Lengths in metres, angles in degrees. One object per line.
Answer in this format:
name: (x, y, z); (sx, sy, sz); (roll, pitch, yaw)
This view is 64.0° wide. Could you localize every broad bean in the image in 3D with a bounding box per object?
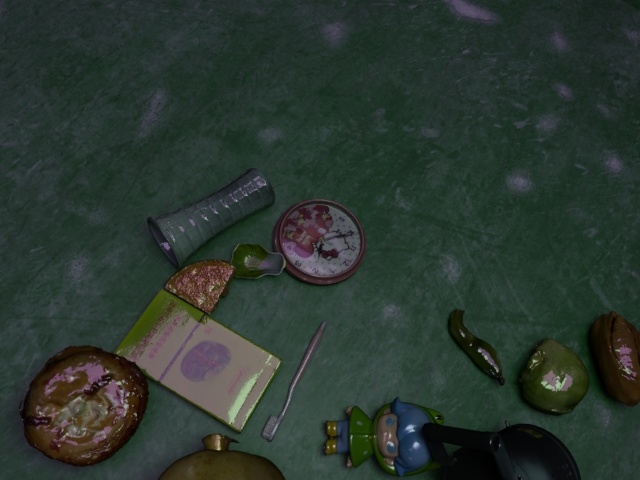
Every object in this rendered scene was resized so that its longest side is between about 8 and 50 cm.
broad bean: (0.392, 0.270, 1.288); (0.071, 0.048, 0.213); (-26, 70, -18)

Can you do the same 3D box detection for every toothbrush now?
toothbrush: (-0.056, 0.319, 1.200); (0.030, 0.025, 0.307); (24, 65, 10)

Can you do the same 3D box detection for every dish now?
dish: (-0.154, 0.057, 1.284); (0.137, 0.039, 0.091); (6, 75, 1)

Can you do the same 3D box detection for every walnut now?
walnut: (0.762, 0.295, 1.302); (0.137, 0.137, 0.245); (7, 57, -7)

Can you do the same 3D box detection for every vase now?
vase: (-0.262, -0.068, 1.276); (0.299, 0.143, 0.143); (-34, 76, -25)

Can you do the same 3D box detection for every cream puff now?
cream puff: (-0.478, 0.333, 1.048); (0.240, 0.164, 0.239); (2, 82, -12)

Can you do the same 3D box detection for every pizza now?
pizza: (-0.284, 0.114, 1.233); (0.175, 0.046, 0.134); (-6, 79, -3)

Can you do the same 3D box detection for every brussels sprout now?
brussels sprout: (0.573, 0.336, 1.251); (0.146, 0.131, 0.183); (24, 64, 25)

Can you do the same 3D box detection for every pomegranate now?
pomegranate: (-0.191, 0.523, 0.951); (0.320, 0.319, 0.318); (4, 66, -8)

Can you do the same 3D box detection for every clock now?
clock: (-0.001, 0.000, 1.332); (0.245, 0.056, 0.244); (4, 65, -9)

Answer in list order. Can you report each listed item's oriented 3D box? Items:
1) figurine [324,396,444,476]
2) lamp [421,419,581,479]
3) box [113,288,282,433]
figurine: (0.142, 0.434, 1.132); (0.264, 0.143, 0.162); (-3, 57, 7)
lamp: (0.401, 0.495, 1.070); (0.272, 0.205, 0.373); (-26, 99, -42)
box: (-0.275, 0.271, 1.171); (0.335, 0.047, 0.187); (30, 65, 4)
